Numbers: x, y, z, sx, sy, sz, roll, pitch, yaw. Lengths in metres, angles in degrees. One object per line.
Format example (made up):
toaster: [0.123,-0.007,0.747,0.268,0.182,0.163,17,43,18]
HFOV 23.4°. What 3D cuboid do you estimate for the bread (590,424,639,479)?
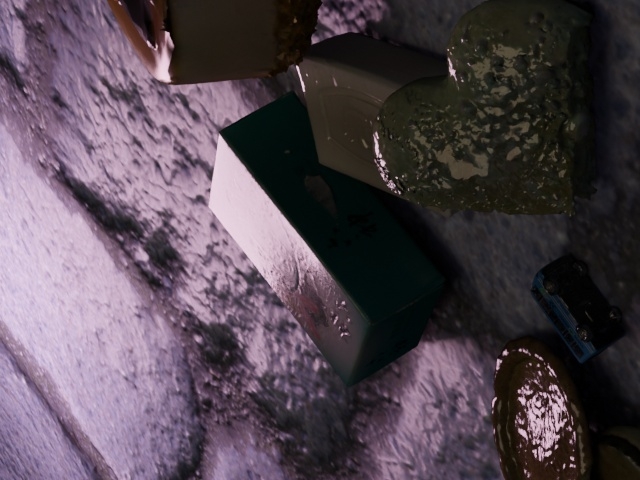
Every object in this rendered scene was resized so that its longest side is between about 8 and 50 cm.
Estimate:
bread: [0.312,0.248,1.250,0.286,0.056,0.207,38,144,37]

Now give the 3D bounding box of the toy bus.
toy bus: [0.210,0.056,1.274,0.083,0.038,0.046,55,152,13]

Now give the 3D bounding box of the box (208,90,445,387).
box: [0.000,0.000,1.477,0.245,0.092,0.153,52,157,19]

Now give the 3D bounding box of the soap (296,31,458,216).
soap: [0.063,-0.106,1.345,0.183,0.063,0.121,25,136,47]

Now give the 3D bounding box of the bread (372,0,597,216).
bread: [0.139,-0.082,1.195,0.172,0.064,0.232,44,130,-5]

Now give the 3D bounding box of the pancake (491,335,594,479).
pancake: [0.194,0.177,1.356,0.199,0.021,0.199,171,90,-74]

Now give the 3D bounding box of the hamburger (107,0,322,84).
hamburger: [-0.095,-0.271,1.320,0.294,0.179,0.276,-127,24,-46]
